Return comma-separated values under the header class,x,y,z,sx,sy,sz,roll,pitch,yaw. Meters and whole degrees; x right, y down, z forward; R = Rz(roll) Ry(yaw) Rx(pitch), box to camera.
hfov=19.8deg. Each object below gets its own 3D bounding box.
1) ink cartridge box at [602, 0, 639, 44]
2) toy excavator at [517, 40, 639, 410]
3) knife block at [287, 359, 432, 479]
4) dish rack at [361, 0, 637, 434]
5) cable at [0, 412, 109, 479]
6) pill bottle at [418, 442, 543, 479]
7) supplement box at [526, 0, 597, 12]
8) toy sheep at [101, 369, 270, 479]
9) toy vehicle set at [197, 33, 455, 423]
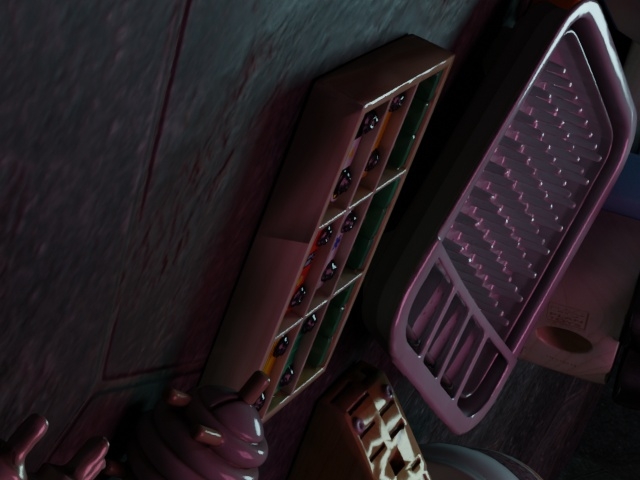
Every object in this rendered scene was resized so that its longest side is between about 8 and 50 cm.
class,x,y,z,sx,sy,sz,roll,pitch,yaw
ink cartridge box,0.327,-0.270,1.545,0.203,0.086,0.148,-43,139,-5
toy excavator,0.294,-0.112,1.777,0.433,0.222,0.445,83,24,-65
knife block,-0.008,0.267,1.641,0.088,0.242,0.276,-41,110,-56
dish rack,0.143,-0.023,1.518,0.333,0.072,0.285,-59,152,-11
cable,-0.201,0.194,0.822,0.287,0.072,0.139,-58,160,-10
pill bottle,0.134,0.324,1.912,0.224,0.224,0.392,-61,165,-1
supplement box,0.208,-0.196,1.566,0.062,0.036,0.098,-59,166,-7
toy sheep,-0.076,0.130,1.105,0.132,0.091,0.091,-45,169,12
toy vehicle set,0.000,0.000,1.219,0.166,0.035,0.267,-36,151,-60
